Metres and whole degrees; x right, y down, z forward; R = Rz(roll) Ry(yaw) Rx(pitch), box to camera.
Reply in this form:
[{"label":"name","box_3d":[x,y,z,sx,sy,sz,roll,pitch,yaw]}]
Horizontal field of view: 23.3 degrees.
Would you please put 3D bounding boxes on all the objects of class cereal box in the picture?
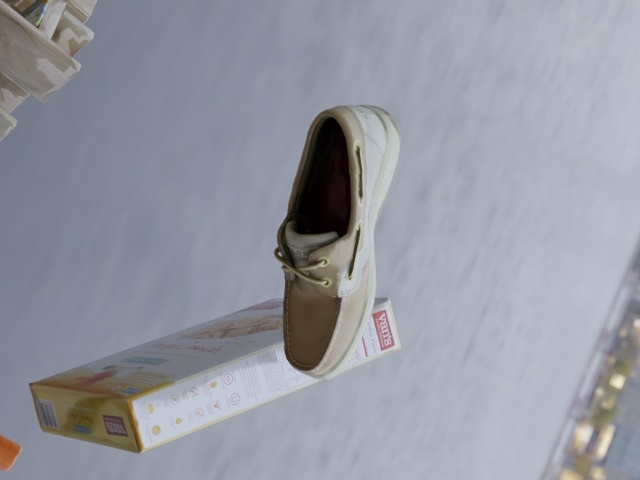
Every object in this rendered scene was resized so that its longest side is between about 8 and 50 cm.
[{"label":"cereal box","box_3d":[-0.081,0.097,1.201,0.240,0.173,0.047,-19,99,-33]}]

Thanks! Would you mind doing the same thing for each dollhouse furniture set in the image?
[{"label":"dollhouse furniture set","box_3d":[-0.279,-0.175,1.132,0.242,0.161,0.212,-35,-152,33]}]

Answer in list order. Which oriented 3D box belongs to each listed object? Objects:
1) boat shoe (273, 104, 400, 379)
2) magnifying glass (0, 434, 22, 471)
[{"label":"boat shoe","box_3d":[0.000,0.000,0.742,0.045,0.050,0.135,4,96,-54]},{"label":"magnifying glass","box_3d":[-0.330,0.107,1.170,0.026,0.231,0.092,-61,-170,-26]}]
